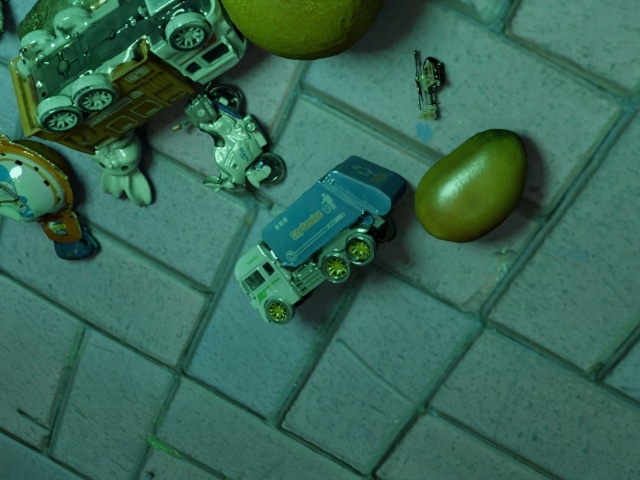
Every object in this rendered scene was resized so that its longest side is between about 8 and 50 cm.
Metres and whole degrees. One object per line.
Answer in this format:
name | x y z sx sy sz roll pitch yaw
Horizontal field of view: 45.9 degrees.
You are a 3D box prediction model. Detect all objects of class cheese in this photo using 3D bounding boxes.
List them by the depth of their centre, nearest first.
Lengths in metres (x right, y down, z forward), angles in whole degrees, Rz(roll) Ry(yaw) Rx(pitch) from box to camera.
cheese | -0.580 -0.087 1.562 0.217 0.129 0.329 -3 133 26

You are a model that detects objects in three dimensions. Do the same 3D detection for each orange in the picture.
orange | -0.030 -0.409 1.135 0.274 0.274 0.274 8 118 15

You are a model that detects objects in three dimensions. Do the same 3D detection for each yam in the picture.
yam | -0.433 -0.389 1.349 0.254 0.154 0.154 -35 101 32

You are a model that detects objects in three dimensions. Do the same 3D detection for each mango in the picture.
mango | 0.262 -0.087 1.283 0.221 0.120 0.151 -38 99 22

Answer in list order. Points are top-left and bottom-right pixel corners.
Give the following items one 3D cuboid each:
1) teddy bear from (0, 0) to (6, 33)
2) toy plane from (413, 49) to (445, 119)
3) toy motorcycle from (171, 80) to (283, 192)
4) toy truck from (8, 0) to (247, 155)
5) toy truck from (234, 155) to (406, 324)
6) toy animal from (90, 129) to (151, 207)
teddy bear | -0.651 -0.475 1.392 0.133 0.111 0.213 14 150 55
toy plane | 0.183 -0.261 1.273 0.049 0.031 0.120 0 114 24
toy motorcycle | -0.178 -0.178 1.402 0.150 0.102 0.221 -29 108 7
toy truck | -0.309 -0.303 1.266 0.388 0.207 0.173 -27 68 16
toy truck | 0.000 0.000 1.404 0.367 0.146 0.175 -40 91 27
toy animal | -0.394 -0.148 1.471 0.104 0.130 0.220 0 120 3
